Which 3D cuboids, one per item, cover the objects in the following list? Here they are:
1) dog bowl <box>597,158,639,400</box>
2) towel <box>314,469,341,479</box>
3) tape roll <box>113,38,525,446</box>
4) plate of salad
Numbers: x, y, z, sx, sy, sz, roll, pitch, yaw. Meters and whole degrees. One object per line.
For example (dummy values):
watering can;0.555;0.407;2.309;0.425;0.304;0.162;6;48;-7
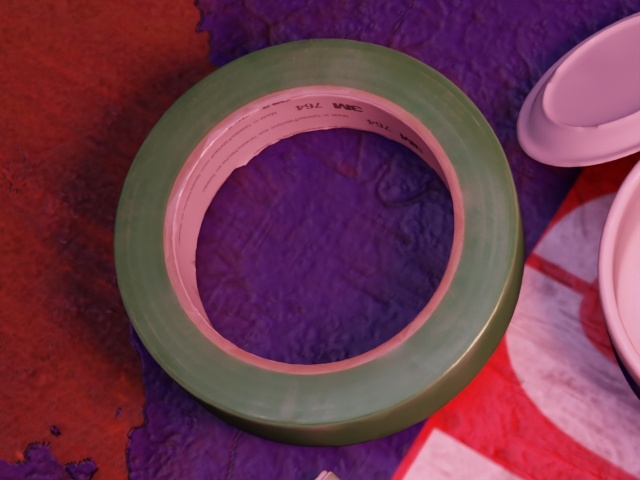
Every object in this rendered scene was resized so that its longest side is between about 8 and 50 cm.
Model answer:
dog bowl;0.342;0.033;1.428;0.265;0.104;0.265;-3;72;9
towel;0.023;0.262;1.455;0.152;0.023;0.113;39;83;19
tape roll;0.000;0.000;1.519;0.321;0.077;0.321;-3;71;10
plate of salad;0.246;-0.117;1.489;0.200;0.048;0.200;-26;30;16
